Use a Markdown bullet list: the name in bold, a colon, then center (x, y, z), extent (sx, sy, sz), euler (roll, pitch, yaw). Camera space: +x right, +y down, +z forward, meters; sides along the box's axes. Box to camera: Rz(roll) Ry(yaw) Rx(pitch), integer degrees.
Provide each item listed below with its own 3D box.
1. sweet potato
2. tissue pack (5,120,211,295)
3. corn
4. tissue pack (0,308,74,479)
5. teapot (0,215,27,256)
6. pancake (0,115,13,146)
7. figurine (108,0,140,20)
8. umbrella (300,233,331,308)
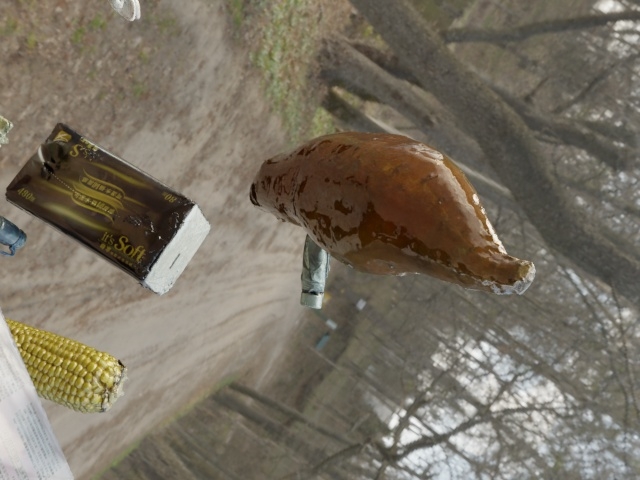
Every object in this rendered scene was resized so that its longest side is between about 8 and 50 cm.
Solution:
- **sweet potato**: center (0.040, -0.033, 0.533), extent (0.112, 0.112, 0.359), euler (-54, -147, -3)
- **tissue pack**: center (-0.439, -0.055, 1.421), extent (0.210, 0.370, 0.198), euler (-58, 171, -17)
- **corn**: center (-0.470, 0.195, 1.095), extent (0.106, 0.305, 0.106), euler (-159, -90, -89)
- **tissue pack**: center (-0.322, 0.130, 0.533), extent (0.092, 0.246, 0.148), euler (-17, -172, 22)
- **teapot**: center (-0.639, -0.010, 1.356), extent (0.049, 0.064, 0.083), euler (-31, 147, 4)
- **pancake**: center (-0.566, -0.163, 0.994), extent (0.057, 0.244, 0.266), euler (31, 75, -80)
- **figurine**: center (-0.399, -0.523, 1.206), extent (0.155, 0.235, 0.127), euler (-52, -164, 3)
- **umbrella**: center (0.000, 0.000, 0.928), extent (0.050, 0.046, 0.188), euler (-1, 96, -78)
